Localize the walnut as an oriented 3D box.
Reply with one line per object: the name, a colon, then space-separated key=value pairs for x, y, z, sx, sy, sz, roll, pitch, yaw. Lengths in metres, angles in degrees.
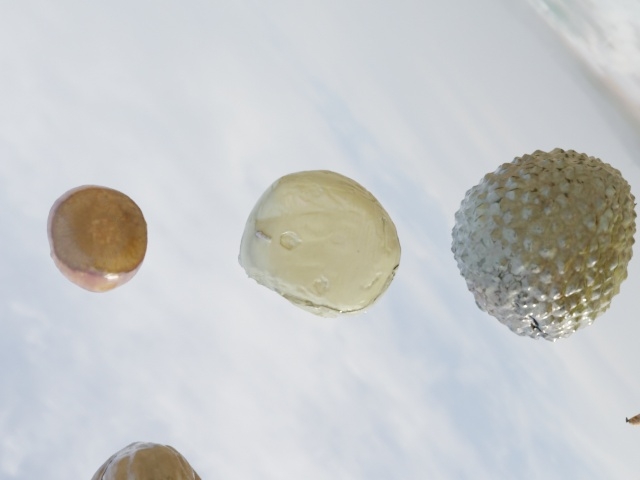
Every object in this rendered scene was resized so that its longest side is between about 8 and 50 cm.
walnut: x=-0.315 y=0.497 z=1.962 sx=0.273 sy=0.226 sz=0.273 roll=-19 pitch=-90 yaw=-88

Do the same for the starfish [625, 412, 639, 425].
starfish: x=0.533 y=0.290 z=1.309 sx=0.084 sy=0.301 sz=0.294 roll=26 pitch=-136 yaw=-44

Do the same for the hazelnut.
hazelnut: x=-0.314 y=-0.001 z=1.488 sx=0.150 sy=0.150 sz=0.150 roll=42 pitch=-163 yaw=-16

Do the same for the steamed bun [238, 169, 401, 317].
steamed bun: x=0.000 y=0.000 z=0.883 sx=0.129 sy=0.113 sz=0.091 roll=22 pitch=-178 yaw=-12

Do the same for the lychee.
lychee: x=0.314 y=0.003 z=1.506 sx=0.255 sy=0.274 sz=0.255 roll=35 pitch=-150 yaw=-24
